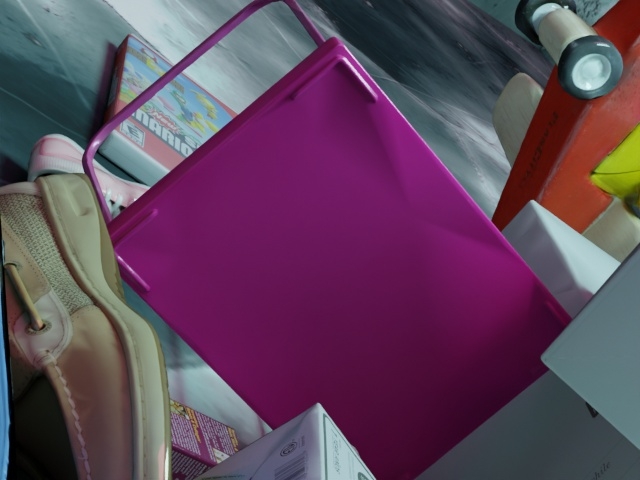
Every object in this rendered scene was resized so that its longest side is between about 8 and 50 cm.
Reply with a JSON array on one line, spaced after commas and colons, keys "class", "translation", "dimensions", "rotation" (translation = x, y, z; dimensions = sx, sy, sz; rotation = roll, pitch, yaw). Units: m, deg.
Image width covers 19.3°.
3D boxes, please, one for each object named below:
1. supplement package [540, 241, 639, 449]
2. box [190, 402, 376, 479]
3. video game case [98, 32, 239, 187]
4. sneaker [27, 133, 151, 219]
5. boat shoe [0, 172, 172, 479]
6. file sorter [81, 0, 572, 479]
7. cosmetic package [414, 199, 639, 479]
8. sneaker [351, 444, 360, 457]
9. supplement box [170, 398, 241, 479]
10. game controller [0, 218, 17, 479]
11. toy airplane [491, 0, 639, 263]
[{"class": "supplement package", "translation": [0.296, 0.048, 1.196], "dimensions": [0.199, 0.198, 0.262], "rotation": [42, 17, 7]}, {"class": "box", "translation": [0.045, 0.242, 0.930], "dimensions": [0.290, 0.087, 0.169], "rotation": [54, 12, -19]}, {"class": "video game case", "translation": [-0.103, -0.078, 1.683], "dimensions": [0.204, 0.025, 0.285], "rotation": [36, 16, -16]}, {"class": "sneaker", "translation": [-0.157, -0.022, 1.369], "dimensions": [0.134, 0.051, 0.070], "rotation": [34, 19, -12]}, {"class": "boat shoe", "translation": [-0.153, 0.080, 1.035], "dimensions": [0.110, 0.122, 0.341], "rotation": [-6, 31, -16]}, {"class": "file sorter", "translation": [0.000, 0.000, 1.310], "dimensions": [0.291, 0.202, 0.182], "rotation": [48, 6, -28]}, {"class": "cosmetic package", "translation": [0.185, 0.164, 1.372], "dimensions": [0.156, 0.217, 0.385], "rotation": [33, 16, -26]}, {"class": "sneaker", "translation": [0.002, 0.188, 1.204], "dimensions": [0.065, 0.061, 0.158], "rotation": [5, 29, -18]}, {"class": "supplement box", "translation": [-0.088, 0.130, 1.136], "dimensions": [0.083, 0.043, 0.055], "rotation": [30, 19, -32]}, {"class": "game controller", "translation": [-0.152, 0.044, 0.800], "dimensions": [0.067, 0.319, 0.166], "rotation": [5, 36, 2]}, {"class": "toy airplane", "translation": [0.274, -0.036, 1.824], "dimensions": [0.272, 0.384, 0.386], "rotation": [10, 72, -21]}]
